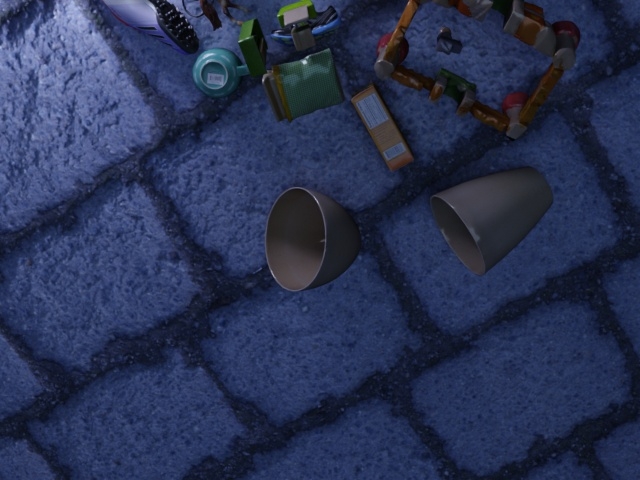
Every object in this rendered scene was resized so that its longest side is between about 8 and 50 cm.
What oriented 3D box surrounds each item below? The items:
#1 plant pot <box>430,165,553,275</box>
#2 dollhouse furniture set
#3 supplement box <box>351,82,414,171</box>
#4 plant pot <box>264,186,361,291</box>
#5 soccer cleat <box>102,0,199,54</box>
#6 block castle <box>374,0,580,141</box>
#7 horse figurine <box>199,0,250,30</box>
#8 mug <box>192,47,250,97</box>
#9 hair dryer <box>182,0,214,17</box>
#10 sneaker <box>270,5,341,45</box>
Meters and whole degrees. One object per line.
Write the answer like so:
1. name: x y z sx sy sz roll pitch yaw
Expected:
1. plant pot: 0.485 -0.082 1.841 0.274 0.256 0.256 -31 106 -6
2. dollhouse furniture set: -0.062 -0.427 1.719 0.198 0.151 0.301 -16 127 8
3. supplement box: 0.170 -0.310 1.836 0.080 0.078 0.233 -26 106 13
4. plant pot: 0.000 0.000 1.874 0.191 0.284 0.284 3 114 -39
5. soccer cleat: -0.459 -0.588 1.753 0.318 0.108 0.116 40 127 -14
6. block castle: 0.387 -0.485 1.687 0.453 0.212 0.303 25 130 -1
7. horse figurine: -0.228 -0.669 1.718 0.174 0.066 0.263 35 99 -21
8. mug: -0.265 -0.453 1.786 0.158 0.097 0.129 -38 104 14
9. hair dryer: -0.343 -0.745 1.708 0.224 0.080 0.293 16 111 -35
10. sneaker: -0.041 -0.566 1.767 0.188 0.067 0.078 -16 87 9
